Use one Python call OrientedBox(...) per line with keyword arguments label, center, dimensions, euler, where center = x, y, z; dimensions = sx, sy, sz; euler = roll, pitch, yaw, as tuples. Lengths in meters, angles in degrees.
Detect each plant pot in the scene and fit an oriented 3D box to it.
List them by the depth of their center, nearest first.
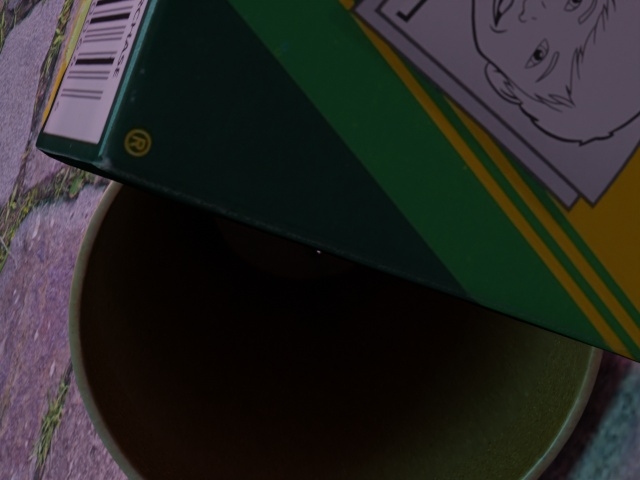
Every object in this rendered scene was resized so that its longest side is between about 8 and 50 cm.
OrientedBox(label="plant pot", center=(0.000, 0.000, 0.785), dimensions=(0.237, 0.237, 0.254), euler=(-64, 12, 14))

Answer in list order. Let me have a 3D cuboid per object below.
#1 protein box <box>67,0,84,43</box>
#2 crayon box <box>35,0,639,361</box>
OrientedBox(label="protein box", center=(-0.082, -0.215, 1.175), dimensions=(0.200, 0.136, 0.201), euler=(-14, 59, 60))
OrientedBox(label="crayon box", center=(0.118, -0.146, 0.508), dimensions=(0.106, 0.313, 0.362), euler=(17, 88, 68))
